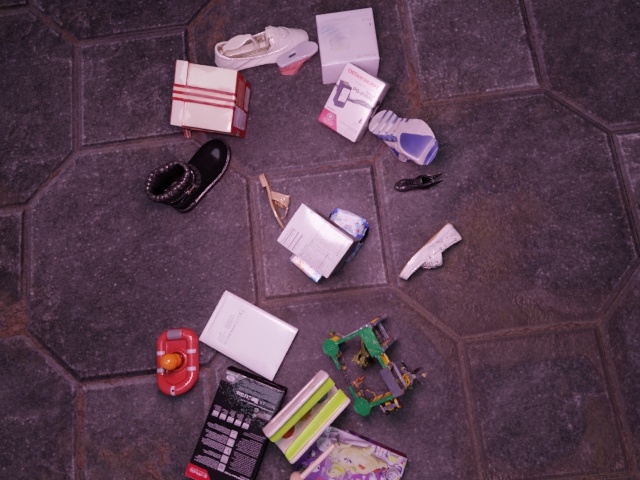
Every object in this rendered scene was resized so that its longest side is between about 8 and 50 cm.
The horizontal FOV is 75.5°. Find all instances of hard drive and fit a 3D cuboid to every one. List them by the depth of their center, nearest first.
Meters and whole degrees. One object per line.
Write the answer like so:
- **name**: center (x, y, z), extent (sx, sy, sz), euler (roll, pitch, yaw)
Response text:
- **hard drive**: center (-0.261, 0.344, 1.513), extent (0.307, 0.040, 0.203), euler (27, 82, 7)

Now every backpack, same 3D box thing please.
- **backpack**: center (0.081, -0.014, 1.522), extent (0.158, 0.117, 0.174), euler (27, 85, 8)

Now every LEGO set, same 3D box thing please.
- **LEGO set**: center (0.184, 0.414, 1.438), extent (0.255, 0.192, 0.331), euler (-42, 76, 25)

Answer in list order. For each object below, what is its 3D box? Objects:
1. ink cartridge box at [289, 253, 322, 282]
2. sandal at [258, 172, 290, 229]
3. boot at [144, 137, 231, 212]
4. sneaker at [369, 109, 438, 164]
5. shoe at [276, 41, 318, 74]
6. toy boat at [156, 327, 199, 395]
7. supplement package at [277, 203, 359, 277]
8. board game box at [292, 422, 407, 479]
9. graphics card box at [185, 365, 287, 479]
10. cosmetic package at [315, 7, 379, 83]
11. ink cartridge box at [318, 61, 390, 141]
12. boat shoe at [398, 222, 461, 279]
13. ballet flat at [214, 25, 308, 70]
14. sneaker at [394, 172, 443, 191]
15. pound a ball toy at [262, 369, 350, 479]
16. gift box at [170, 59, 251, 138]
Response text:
- **ink cartridge box**: center (-0.038, 0.079, 1.523), extent (0.143, 0.090, 0.092), euler (39, 84, 8)
- **sandal**: center (-0.156, -0.163, 1.574), extent (0.079, 0.088, 0.240), euler (-26, 75, 4)
- **boot**: center (-0.473, -0.262, 1.520), extent (0.131, 0.260, 0.348), euler (30, 83, 8)
- **sneaker**: center (0.331, -0.360, 1.520), extent (0.128, 0.182, 0.315), euler (-51, 44, 9)
- **shoe**: center (-0.090, -0.735, 1.674), extent (0.177, 0.081, 0.064), euler (-25, 80, 2)
- **toy boat**: center (-0.516, 0.427, 1.455), extent (0.150, 0.151, 0.232), euler (-6, 80, 2)
- **supplement package**: center (0.000, 0.000, 1.377), extent (0.203, 0.194, 0.149), euler (36, 97, 9)
- **board game box**: center (0.099, 0.771, 1.416), extent (0.346, 0.056, 0.209), euler (20, 86, 6)
- **graphics card box**: center (-0.286, 0.654, 1.433), extent (0.232, 0.094, 0.372), euler (18, 82, 6)
- **cosmetic package**: center (0.105, -0.769, 1.644), extent (0.223, 0.138, 0.225), euler (-7, 81, 2)
- **ink cartridge box**: center (0.127, -0.522, 1.566), extent (0.171, 0.100, 0.237), euler (33, 113, 8)
- **boat shoe**: center (0.403, 0.057, 1.499), extent (0.277, 0.098, 0.096), euler (-43, 80, -6)
- **ballet flat**: center (-0.241, -0.786, 1.668), extent (0.399, 0.139, 0.139), euler (-17, 79, 0)
- **sneaker**: center (0.366, -0.221, 1.555), extent (0.170, 0.089, 0.051), euler (-3, 80, 2)
- **pound a ball toy**: center (-0.040, 0.622, 1.372), extent (0.319, 0.135, 0.208), euler (-42, 94, -17)
- **gift box**: center (-0.421, -0.513, 1.576), extent (0.257, 0.276, 0.256), euler (9, 94, 1)
